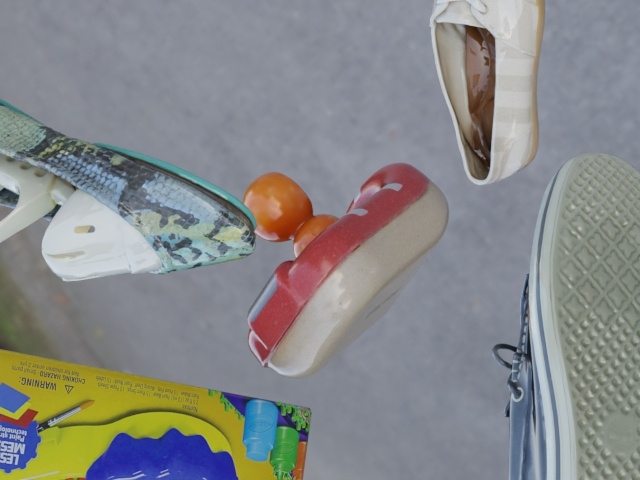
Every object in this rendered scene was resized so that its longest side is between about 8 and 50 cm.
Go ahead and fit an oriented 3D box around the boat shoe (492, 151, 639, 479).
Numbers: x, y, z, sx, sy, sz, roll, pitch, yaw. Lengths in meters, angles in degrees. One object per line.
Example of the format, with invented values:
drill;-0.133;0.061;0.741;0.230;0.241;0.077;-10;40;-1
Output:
boat shoe;0.271;0.148;1.561;0.186;0.500;0.156;11;160;-23

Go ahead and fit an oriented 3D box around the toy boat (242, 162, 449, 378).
toy boat;0.000;0.000;1.251;0.151;0.231;0.151;41;126;9

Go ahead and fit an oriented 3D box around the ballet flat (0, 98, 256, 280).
ballet flat;-0.118;-0.016;0.668;0.188;0.070;0.070;22;149;25

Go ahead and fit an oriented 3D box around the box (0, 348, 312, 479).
box;-0.188;0.238;1.108;0.289;0.279;0.177;13;167;-29

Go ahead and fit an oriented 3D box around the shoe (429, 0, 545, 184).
shoe;0.123;-0.144;1.110;0.076;0.058;0.219;12;120;40
